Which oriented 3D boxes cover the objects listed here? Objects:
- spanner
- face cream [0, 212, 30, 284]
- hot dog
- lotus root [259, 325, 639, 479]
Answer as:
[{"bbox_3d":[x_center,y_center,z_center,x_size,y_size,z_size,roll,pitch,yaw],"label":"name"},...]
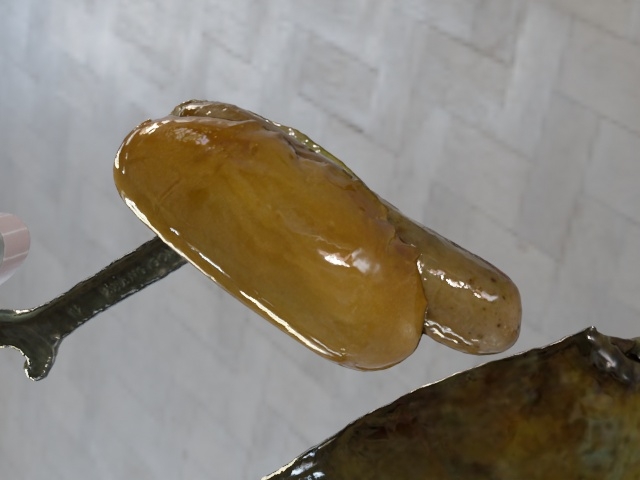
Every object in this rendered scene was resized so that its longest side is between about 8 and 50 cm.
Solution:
[{"bbox_3d":[-0.096,0.014,0.938,0.254,0.054,0.015,-30,26,30],"label":"spanner"},{"bbox_3d":[-0.266,0.021,1.142,0.084,0.198,0.057,-32,90,17],"label":"face cream"},{"bbox_3d":[-0.001,0.000,0.574,0.140,0.090,0.060,42,102,13],"label":"hot dog"},{"bbox_3d":[0.089,0.161,0.973,0.314,0.210,0.142,-36,66,45],"label":"lotus root"}]
